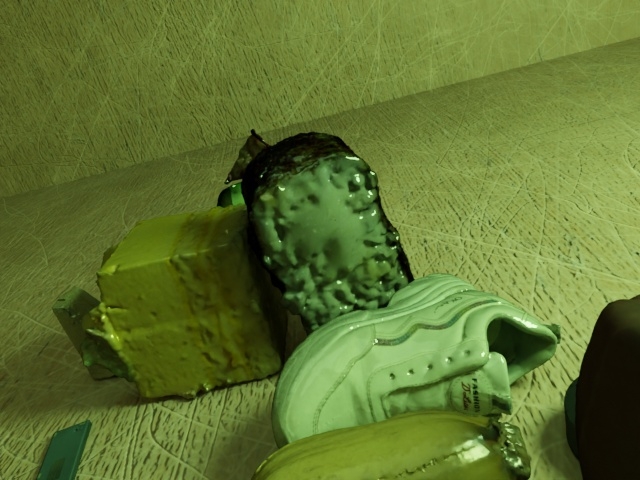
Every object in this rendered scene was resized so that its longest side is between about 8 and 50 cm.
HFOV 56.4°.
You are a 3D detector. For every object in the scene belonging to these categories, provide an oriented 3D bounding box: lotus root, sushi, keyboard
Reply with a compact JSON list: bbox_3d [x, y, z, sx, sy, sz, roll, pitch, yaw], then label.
[{"bbox_3d":[0.040,0.235,0.527,0.304,0.130,0.146,-15,0,0],"label":"lotus root"},{"bbox_3d":[0.000,0.000,0.824,0.197,0.343,0.182,-31,27,-9],"label":"sushi"},{"bbox_3d":[-0.338,0.299,0.769,0.055,0.014,0.176,-17,23,-2],"label":"keyboard"}]

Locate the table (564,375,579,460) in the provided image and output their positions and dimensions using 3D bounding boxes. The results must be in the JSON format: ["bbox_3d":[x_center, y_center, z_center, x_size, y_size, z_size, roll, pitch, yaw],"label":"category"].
[{"bbox_3d":[0.313,0.178,0.590,0.134,0.043,0.133,-13,24,6],"label":"table"}]

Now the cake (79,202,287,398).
[{"bbox_3d":[-0.212,0.088,0.909,0.286,0.222,0.227,-14,21,5],"label":"cake"}]

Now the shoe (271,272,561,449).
[{"bbox_3d":[0.116,0.148,0.671,0.342,0.132,0.211,-26,22,-31],"label":"shoe"}]

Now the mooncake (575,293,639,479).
[{"bbox_3d":[0.322,0.113,0.405,0.325,0.334,0.174,-58,25,4],"label":"mooncake"}]

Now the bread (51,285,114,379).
[{"bbox_3d":[-0.340,0.141,0.961,0.105,0.152,0.077,-15,23,15],"label":"bread"}]

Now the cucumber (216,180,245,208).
[{"bbox_3d":[-0.104,-0.021,1.162,0.130,0.191,0.191,-29,26,-24],"label":"cucumber"}]
